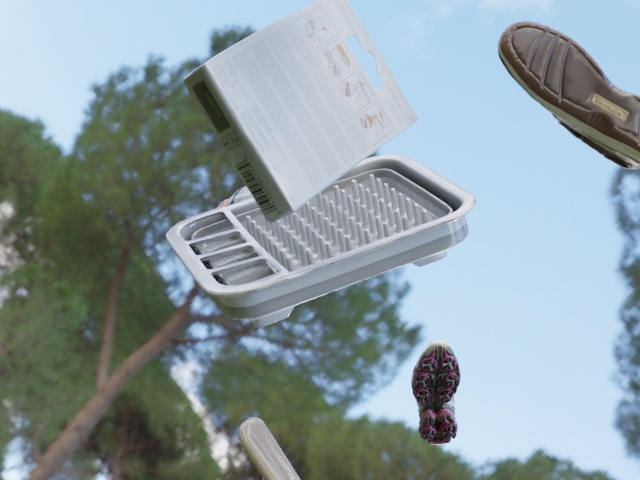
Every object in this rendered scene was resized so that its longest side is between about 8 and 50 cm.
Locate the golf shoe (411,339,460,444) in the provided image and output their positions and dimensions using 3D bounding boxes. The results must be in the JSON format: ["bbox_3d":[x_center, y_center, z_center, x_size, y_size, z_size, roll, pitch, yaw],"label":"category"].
[{"bbox_3d":[0.160,0.201,1.725,0.067,0.086,0.186,-2,-49,1],"label":"golf shoe"}]

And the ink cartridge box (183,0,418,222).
[{"bbox_3d":[-0.018,-0.156,1.384,0.066,0.232,0.189,-22,-78,48],"label":"ink cartridge box"}]

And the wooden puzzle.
[{"bbox_3d":[0.005,0.428,1.510,0.348,0.080,0.322,53,-7,50],"label":"wooden puzzle"}]

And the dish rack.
[{"bbox_3d":[0.000,0.000,1.468,0.285,0.333,0.072,-139,-148,-65],"label":"dish rack"}]

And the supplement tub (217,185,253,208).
[{"bbox_3d":[-0.058,-0.033,1.790,0.190,0.117,0.117,-12,-67,38],"label":"supplement tub"}]

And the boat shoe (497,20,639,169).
[{"bbox_3d":[0.325,-0.173,1.550,0.257,0.095,0.095,39,-18,4],"label":"boat shoe"}]
